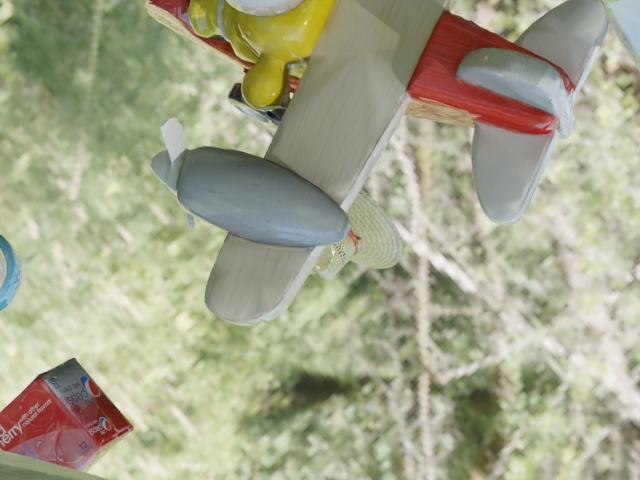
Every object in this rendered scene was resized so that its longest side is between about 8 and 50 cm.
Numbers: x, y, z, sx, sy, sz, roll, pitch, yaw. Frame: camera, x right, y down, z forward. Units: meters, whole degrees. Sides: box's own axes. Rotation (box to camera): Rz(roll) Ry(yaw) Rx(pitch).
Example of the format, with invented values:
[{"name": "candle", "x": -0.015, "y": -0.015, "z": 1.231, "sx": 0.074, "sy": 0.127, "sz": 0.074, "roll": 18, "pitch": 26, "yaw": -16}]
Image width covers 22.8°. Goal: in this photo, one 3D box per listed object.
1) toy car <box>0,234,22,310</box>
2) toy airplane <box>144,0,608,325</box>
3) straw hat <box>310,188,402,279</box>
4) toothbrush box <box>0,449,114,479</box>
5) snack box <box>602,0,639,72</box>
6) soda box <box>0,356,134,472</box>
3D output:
[{"name": "toy car", "x": -0.376, "y": 0.016, "z": 1.171, "sx": 0.238, "sy": 0.210, "sz": 0.219, "roll": -38, "pitch": 169, "yaw": -4}, {"name": "toy airplane", "x": 0.025, "y": -0.168, "z": 1.250, "sx": 0.384, "sy": 0.386, "sz": 0.272, "roll": -28, "pitch": 146, "yaw": 22}, {"name": "straw hat", "x": 0.000, "y": 0.000, "z": 1.377, "sx": 0.061, "sy": 0.144, "sz": 0.144, "roll": -53, "pitch": -178, "yaw": -23}, {"name": "toothbrush box", "x": -0.172, "y": 0.236, "z": 0.613, "sx": 0.216, "sy": 0.126, "sz": 0.295, "roll": 14, "pitch": 86, "yaw": -67}, {"name": "snack box", "x": 0.324, "y": -0.217, "z": 1.320, "sx": 0.174, "sy": 0.207, "sz": 0.070, "roll": -36, "pitch": -153, "yaw": 7}, {"name": "soda box", "x": -0.301, "y": 0.230, "z": 1.473, "sx": 0.263, "sy": 0.092, "sz": 0.083, "roll": -43, "pitch": 174, "yaw": 17}]
